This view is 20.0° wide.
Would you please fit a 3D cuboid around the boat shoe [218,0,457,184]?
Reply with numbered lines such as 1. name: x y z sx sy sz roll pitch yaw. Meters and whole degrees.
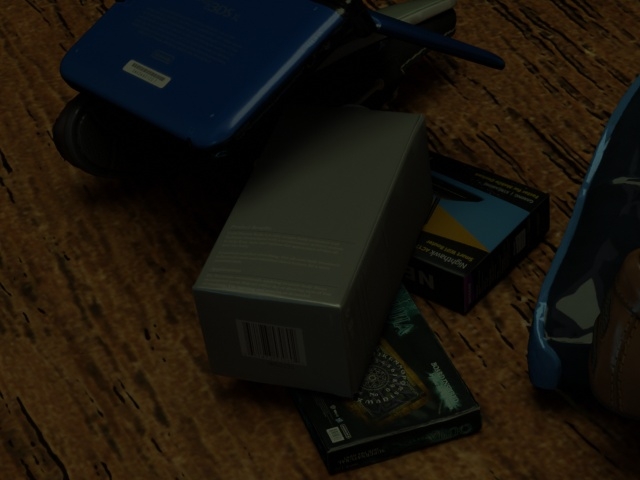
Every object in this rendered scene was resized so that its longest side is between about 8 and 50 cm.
1. boat shoe: 0.014 -0.147 1.709 0.302 0.091 0.114 -27 15 -24

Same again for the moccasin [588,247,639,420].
1. moccasin: 0.384 0.090 1.271 0.380 0.147 0.139 20 38 6

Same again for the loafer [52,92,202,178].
1. loafer: -0.136 -0.136 1.716 0.302 0.109 0.095 -28 23 -36

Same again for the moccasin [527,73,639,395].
1. moccasin: 0.265 0.001 1.472 0.117 0.138 0.342 14 55 17

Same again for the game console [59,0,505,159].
1. game console: -0.038 -0.149 1.555 0.250 0.173 0.293 -47 36 -11

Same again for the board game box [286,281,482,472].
1. board game box: 0.035 0.100 1.428 0.126 0.026 0.186 -14 38 -12

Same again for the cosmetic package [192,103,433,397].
1. cosmetic package: 0.000 0.000 1.443 0.127 0.107 0.238 8 41 20

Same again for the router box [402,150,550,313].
1. router box: 0.088 -0.018 1.560 0.179 0.046 0.133 22 46 31
